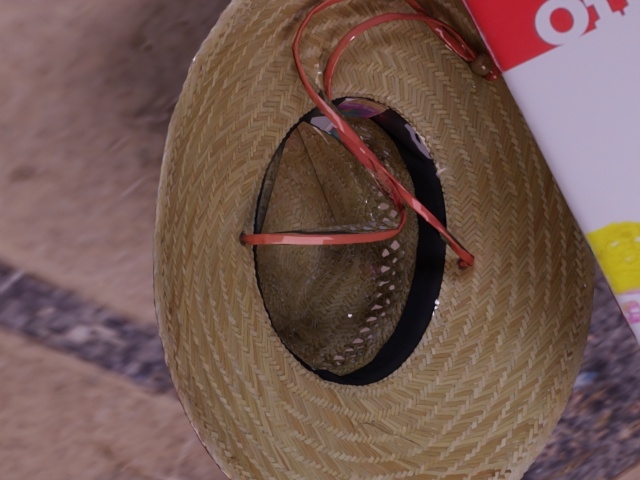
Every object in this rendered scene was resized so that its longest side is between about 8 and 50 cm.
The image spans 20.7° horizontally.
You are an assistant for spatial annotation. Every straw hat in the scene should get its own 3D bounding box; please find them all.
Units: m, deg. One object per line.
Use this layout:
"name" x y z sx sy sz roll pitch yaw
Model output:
"straw hat" 0.000 0.000 0.430 0.144 0.144 0.061 4 177 -39

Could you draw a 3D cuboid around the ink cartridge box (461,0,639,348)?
"ink cartridge box" 0.121 -0.032 0.380 0.134 0.231 0.078 -25 -171 17
